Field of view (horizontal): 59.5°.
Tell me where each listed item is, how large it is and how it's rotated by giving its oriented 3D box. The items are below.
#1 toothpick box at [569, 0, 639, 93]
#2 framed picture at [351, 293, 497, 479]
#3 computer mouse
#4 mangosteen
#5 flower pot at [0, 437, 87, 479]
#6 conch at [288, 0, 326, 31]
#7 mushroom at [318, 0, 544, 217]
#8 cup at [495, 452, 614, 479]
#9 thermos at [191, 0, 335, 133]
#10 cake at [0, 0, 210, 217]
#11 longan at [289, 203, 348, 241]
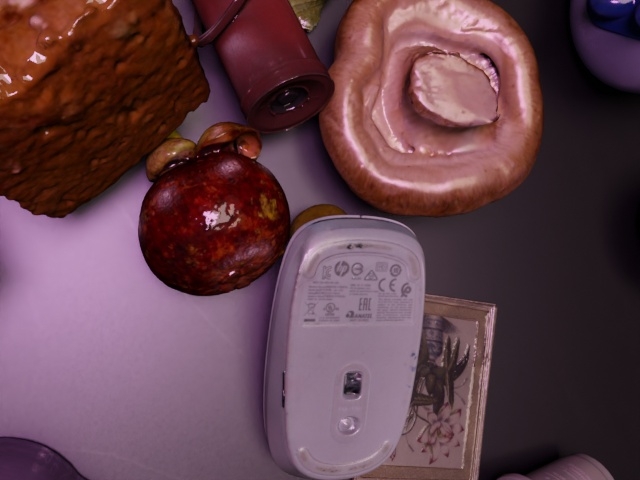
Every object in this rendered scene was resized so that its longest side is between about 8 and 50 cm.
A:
[{"bbox_3d":[0.489,-0.303,0.698,0.354,0.263,0.263,-10,91,-18],"label":"toothpick box"},{"bbox_3d":[0.130,0.181,0.678,0.173,0.010,0.231,9,84,-18],"label":"framed picture"},{"bbox_3d":[0.020,0.114,0.589,0.159,0.097,0.289,2,98,-18],"label":"computer mouse"},{"bbox_3d":[-0.109,-0.033,0.557,0.155,0.181,0.146,-31,141,-4],"label":"mangosteen"},{"bbox_3d":[-0.284,0.317,0.412,0.265,0.243,0.265,0,90,-19],"label":"flower pot"},{"bbox_3d":[-0.015,-0.303,0.634,0.089,0.074,0.121,15,104,-3],"label":"conch"},{"bbox_3d":[0.119,-0.158,0.624,0.278,0.146,0.278,0,87,-8],"label":"mushroom"},{"bbox_3d":[0.284,0.319,0.676,0.141,0.120,0.120,-18,93,-30],"label":"cup"},{"bbox_3d":[-0.074,-0.231,0.575,0.124,0.099,0.232,-2,62,-56],"label":"thermos"},{"bbox_3d":[-0.255,-0.187,0.440,0.196,0.199,0.293,-43,81,-3],"label":"cake"},{"bbox_3d":[0.000,0.000,0.620,0.075,0.075,0.083,29,120,-15],"label":"longan"}]
